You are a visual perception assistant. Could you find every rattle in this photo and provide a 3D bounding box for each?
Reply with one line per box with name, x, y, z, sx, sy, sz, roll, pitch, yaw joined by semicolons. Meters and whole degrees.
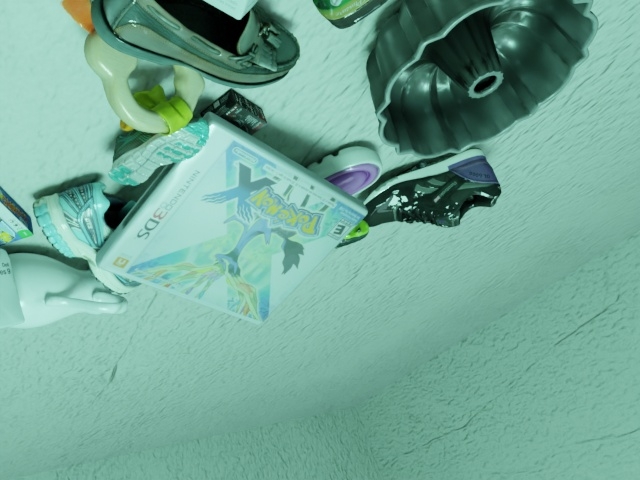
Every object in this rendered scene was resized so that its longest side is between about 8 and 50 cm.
rattle;-0.245;-0.217;0.742;0.200;0.143;0.130;36;87;-44

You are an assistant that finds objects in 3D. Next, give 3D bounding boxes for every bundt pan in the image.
bundt pan;0.212;-0.266;0.897;0.331;0.124;0.330;-17;154;-9

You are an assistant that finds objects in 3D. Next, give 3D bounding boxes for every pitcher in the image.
pitcher;-0.446;0.090;1.045;0.178;0.125;0.207;11;-178;39

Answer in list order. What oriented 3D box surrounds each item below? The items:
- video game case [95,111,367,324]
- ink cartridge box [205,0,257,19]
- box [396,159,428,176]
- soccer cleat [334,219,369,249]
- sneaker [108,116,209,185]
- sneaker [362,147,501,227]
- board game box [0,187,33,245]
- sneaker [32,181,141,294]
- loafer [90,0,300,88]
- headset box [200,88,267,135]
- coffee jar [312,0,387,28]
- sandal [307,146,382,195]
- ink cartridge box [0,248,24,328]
video game case;-0.132;-0.012;0.998;0.329;0.036;0.300;27;116;-39
ink cartridge box;-0.090;-0.311;0.553;0.128;0.072;0.175;28;141;-5
box;0.201;-0.129;1.290;0.067;0.018;0.083;-28;154;14
soccer cleat;0.000;0.000;1.134;0.179;0.060;0.072;-12;144;-6
sneaker;-0.225;-0.139;0.850;0.167;0.076;0.065;-20;154;22
sneaker;0.216;-0.075;1.237;0.283;0.124;0.107;-24;154;6
board game box;-0.511;-0.044;0.867;0.136;0.035;0.201;-19;155;-6
sneaker;-0.330;-0.001;1.019;0.122;0.110;0.283;-26;155;2
loafer;-0.113;-0.233;0.698;0.268;0.096;0.084;-4;169;-46
headset box;-0.123;-0.177;0.915;0.062;0.032;0.083;-31;152;20
coffee jar;0.010;-0.316;0.685;0.096;0.079;0.184;-30;153;15
sandal;-0.061;-0.033;1.172;0.416;0.102;0.169;-34;152;25
ink cartridge box;-0.608;0.108;0.867;0.289;0.121;0.211;-16;179;13
